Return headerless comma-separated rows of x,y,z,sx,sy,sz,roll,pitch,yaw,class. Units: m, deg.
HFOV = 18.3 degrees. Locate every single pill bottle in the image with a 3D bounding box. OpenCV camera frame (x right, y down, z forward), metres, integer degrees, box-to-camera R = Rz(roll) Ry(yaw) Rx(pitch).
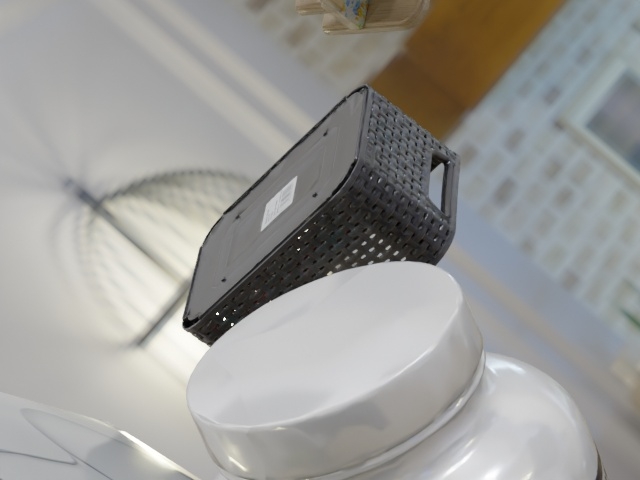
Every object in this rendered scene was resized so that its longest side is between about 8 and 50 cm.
0.059,0.178,0.881,0.181,0.323,0.181,-20,23,9,pill bottle

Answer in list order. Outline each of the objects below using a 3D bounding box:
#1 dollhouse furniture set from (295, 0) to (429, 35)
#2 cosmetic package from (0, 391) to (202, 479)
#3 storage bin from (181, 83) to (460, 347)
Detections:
0.035,-0.295,1.458,0.212,0.161,0.242,31,-114,-51,dollhouse furniture set
0.016,0.159,0.510,0.097,0.377,0.284,-61,-19,0,cosmetic package
0.000,0.000,1.301,0.180,0.084,0.122,-43,21,30,storage bin
